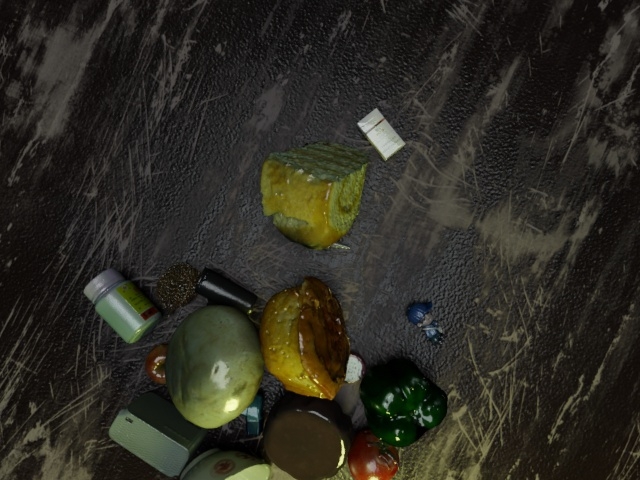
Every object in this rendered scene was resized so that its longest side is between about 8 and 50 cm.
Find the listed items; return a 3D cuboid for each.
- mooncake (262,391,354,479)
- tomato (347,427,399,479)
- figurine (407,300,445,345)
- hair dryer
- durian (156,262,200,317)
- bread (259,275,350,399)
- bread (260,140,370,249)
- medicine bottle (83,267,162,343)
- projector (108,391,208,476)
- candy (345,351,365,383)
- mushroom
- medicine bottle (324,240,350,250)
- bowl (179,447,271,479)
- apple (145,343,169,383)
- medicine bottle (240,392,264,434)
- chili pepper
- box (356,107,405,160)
[{"bbox_3d":[-0.035,0.596,1.417,0.283,0.141,0.283,4,109,10],"label":"mooncake"},{"bbox_3d":[0.163,0.691,1.437,0.167,0.167,0.167,0,89,2],"label":"tomato"},{"bbox_3d":[0.346,0.266,1.477,0.087,0.086,0.149,-24,103,41],"label":"figurine"},{"bbox_3d":[-0.346,0.235,1.488,0.197,0.089,0.251,29,104,-10],"label":"hair dryer"},{"bbox_3d":[-0.474,0.163,1.486,0.148,0.091,0.188,18,92,0],"label":"durian"},{"bbox_3d":[-0.040,0.292,1.345,0.204,0.358,0.337,-14,45,14],"label":"bread"},{"bbox_3d":[0.002,-0.139,1.388,0.239,0.395,0.264,16,115,20],"label":"bread"},{"bbox_3d":[-0.634,0.209,1.466,0.139,0.139,0.225,-45,88,0],"label":"medicine bottle"},{"bbox_3d":[-0.500,0.601,1.427,0.250,0.198,0.108,30,90,3],"label":"projector"},{"bbox_3d":[0.097,0.416,1.491,0.103,0.043,0.103,0,89,2],"label":"candy"},{"bbox_3d":[-0.303,0.368,1.343,0.260,0.352,0.352,10,89,-43],"label":"mushroom"},{"bbox_3d":[0.000,0.000,1.493,0.199,0.057,0.057,13,90,1],"label":"medicine bottle"},{"bbox_3d":[-0.332,0.756,1.403,0.157,0.337,0.337,40,90,33],"label":"bowl"},{"bbox_3d":[-0.504,0.399,1.478,0.126,0.102,0.126,0,87,-4],"label":"apple"},{"bbox_3d":[-0.296,0.535,1.482,0.258,0.079,0.124,17,88,2],"label":"medicine bottle"},{"bbox_3d":[0.241,0.487,1.382,0.248,0.256,0.233,-37,85,-8],"label":"chili pepper"},{"bbox_3d":[0.198,-0.349,1.502,0.084,0.040,0.154,-39,88,3],"label":"box"}]
